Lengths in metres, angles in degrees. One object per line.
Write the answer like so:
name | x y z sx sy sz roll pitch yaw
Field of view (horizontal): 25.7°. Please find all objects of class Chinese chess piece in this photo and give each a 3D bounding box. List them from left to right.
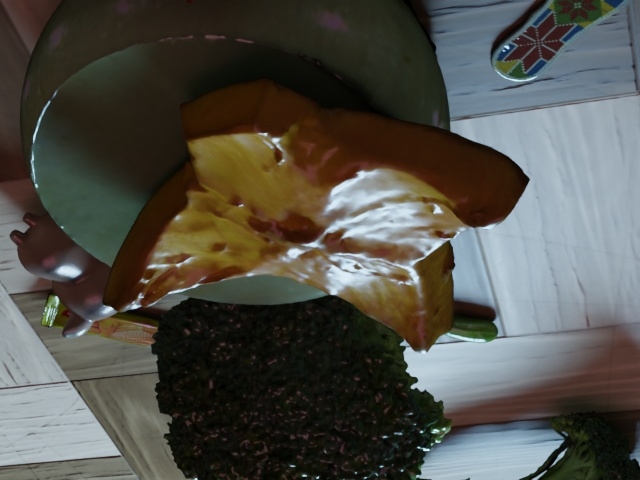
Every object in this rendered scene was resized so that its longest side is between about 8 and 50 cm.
Chinese chess piece | -0.068 -0.095 1.152 0.349 0.146 0.349 3 141 2

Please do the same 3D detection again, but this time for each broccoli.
broccoli | -0.015 0.148 1.373 0.259 0.288 0.235 -21 169 -40
broccoli | 0.218 0.306 1.624 0.361 0.252 0.221 20 150 39

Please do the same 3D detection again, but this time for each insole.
insole | 0.204 -0.188 1.122 0.065 0.006 0.193 24 137 -22

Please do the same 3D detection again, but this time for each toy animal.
toy animal | -0.241 0.027 1.369 0.083 0.089 0.150 -23 125 34

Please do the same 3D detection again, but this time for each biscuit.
biscuit | -0.151 0.105 1.501 0.291 0.026 0.048 14 120 -12

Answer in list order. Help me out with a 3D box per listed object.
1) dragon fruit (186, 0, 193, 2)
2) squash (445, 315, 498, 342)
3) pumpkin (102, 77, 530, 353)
dragon fruit | -0.128 -0.271 0.908 0.268 0.210 0.205 29 114 -1
squash | 0.141 0.088 1.454 0.089 0.027 0.027 11 140 -6
pumpkin | -0.014 -0.015 1.053 0.290 0.095 0.258 11 146 -2
